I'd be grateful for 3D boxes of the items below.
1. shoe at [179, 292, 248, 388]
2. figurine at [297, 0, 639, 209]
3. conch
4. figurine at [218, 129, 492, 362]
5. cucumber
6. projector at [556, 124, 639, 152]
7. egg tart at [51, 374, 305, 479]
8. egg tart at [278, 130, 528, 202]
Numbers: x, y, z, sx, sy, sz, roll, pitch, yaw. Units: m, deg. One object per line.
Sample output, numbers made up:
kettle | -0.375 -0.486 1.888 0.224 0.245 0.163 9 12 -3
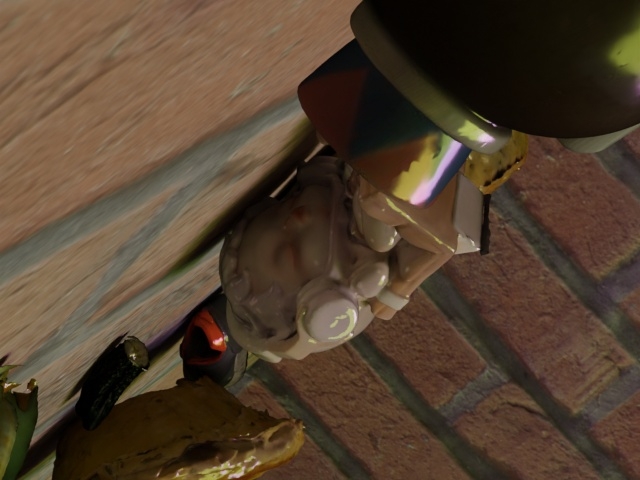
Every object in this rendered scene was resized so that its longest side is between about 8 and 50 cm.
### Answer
shoe | -0.113 0.106 1.600 0.077 0.074 0.194 -26 165 -32
figurine | 0.103 -0.129 0.557 0.275 0.161 0.158 -40 -148 -4
conch | -0.205 0.130 0.882 0.170 0.079 0.106 -58 -169 -31
figurine | 0.003 0.002 1.153 0.237 0.141 0.162 -34 -144 43
cucumber | -0.174 0.117 1.301 0.034 0.033 0.135 7 145 -31
projector | 0.240 -0.188 1.169 0.177 0.163 0.242 -43 179 -16
egg tart | -0.161 0.207 1.544 0.295 0.116 0.295 -21 174 -2
egg tart | 0.077 -0.059 1.356 0.288 0.118 0.288 -38 176 -3
